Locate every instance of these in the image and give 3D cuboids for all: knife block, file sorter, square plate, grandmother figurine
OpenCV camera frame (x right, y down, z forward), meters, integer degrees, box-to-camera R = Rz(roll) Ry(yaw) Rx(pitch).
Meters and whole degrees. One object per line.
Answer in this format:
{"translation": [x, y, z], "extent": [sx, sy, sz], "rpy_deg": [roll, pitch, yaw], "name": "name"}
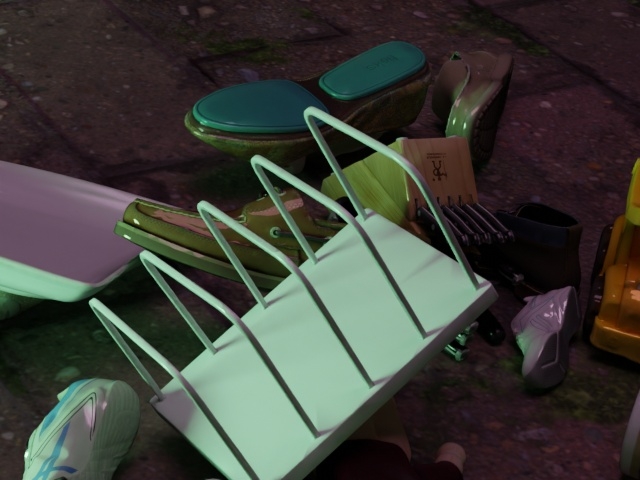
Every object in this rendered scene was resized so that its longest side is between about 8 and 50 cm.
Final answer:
{"translation": [0.108, 0.019, 1.848], "extent": [0.088, 0.242, 0.276], "rpy_deg": [-3, -10, -27], "name": "knife block"}
{"translation": [-0.032, 0.048, 1.485], "extent": [0.278, 0.173, 0.193], "rpy_deg": [-42, 39, -12], "name": "file sorter"}
{"translation": [-0.326, -0.016, 1.773], "extent": [0.347, 0.049, 0.344], "rpy_deg": [15, 15, 13], "name": "square plate"}
{"translation": [0.033, 0.197, 1.512], "extent": [0.208, 0.104, 0.342], "rpy_deg": [-9, 31, -9], "name": "grandmother figurine"}

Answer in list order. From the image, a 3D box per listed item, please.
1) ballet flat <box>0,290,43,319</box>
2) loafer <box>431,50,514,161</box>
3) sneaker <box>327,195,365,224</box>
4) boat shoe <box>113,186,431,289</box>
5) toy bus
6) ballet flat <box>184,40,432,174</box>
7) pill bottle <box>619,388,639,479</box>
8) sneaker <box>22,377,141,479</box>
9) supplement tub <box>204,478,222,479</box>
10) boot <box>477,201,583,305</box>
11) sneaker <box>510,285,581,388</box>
{"translation": [-0.352, 0.065, 1.714], "extent": [0.168, 0.057, 0.052], "rpy_deg": [-1, 61, -6], "name": "ballet flat"}
{"translation": [0.184, -0.173, 2.167], "extent": [0.092, 0.102, 0.268], "rpy_deg": [11, 22, 9], "name": "loafer"}
{"translation": [0.000, 0.000, 1.797], "extent": [0.229, 0.132, 0.086], "rpy_deg": [30, 37, 33], "name": "sneaker"}
{"translation": [-0.043, -0.001, 1.678], "extent": [0.307, 0.104, 0.111], "rpy_deg": [17, 1, -7], "name": "boat shoe"}
{"translation": [0.370, 0.000, 1.797], "extent": [0.149, 0.211, 0.220], "rpy_deg": [14, 33, 9], "name": "toy bus"}
{"translation": [-0.009, -0.142, 2.055], "extent": [0.348, 0.123, 0.123], "rpy_deg": [-22, 41, -34], "name": "ballet flat"}
{"translation": [0.379, 0.190, 1.574], "extent": [0.187, 0.112, 0.112], "rpy_deg": [17, 32, 17], "name": "pill bottle"}
{"translation": [-0.225, 0.206, 1.474], "extent": [0.086, 0.085, 0.237], "rpy_deg": [-11, 28, 22], "name": "sneaker"}
{"translation": [-0.070, 0.253, 1.421], "extent": [0.071, 0.071, 0.107], "rpy_deg": [-18, 39, -35], "name": "supplement tub"}
{"translation": [0.205, -0.013, 1.884], "extent": [0.082, 0.106, 0.219], "rpy_deg": [-22, 41, -39], "name": "boot"}
{"translation": [0.224, 0.103, 1.760], "extent": [0.061, 0.053, 0.152], "rpy_deg": [-7, 28, 25], "name": "sneaker"}
